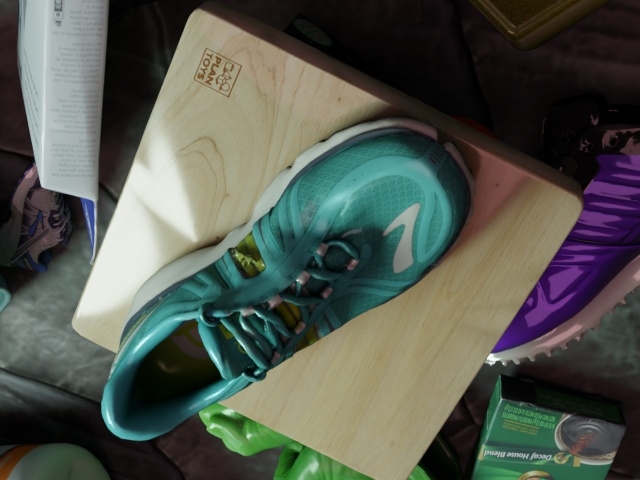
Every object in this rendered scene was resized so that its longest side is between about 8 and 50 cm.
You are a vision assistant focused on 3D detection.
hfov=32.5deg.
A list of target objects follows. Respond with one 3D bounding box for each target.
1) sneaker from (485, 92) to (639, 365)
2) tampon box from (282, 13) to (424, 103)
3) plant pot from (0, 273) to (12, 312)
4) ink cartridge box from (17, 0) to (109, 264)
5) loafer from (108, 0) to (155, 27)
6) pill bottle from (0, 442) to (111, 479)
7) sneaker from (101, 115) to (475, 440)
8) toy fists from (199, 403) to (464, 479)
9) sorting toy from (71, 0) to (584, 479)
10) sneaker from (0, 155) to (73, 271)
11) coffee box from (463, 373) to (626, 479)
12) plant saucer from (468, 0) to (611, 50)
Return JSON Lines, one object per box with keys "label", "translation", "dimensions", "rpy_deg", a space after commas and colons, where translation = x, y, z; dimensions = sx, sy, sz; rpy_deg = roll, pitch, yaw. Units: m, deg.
{"label": "sneaker", "translation": [0.197, -0.032, 0.812], "dimensions": [0.293, 0.102, 0.146], "rpy_deg": [-37, 99, 20]}
{"label": "tampon box", "translation": [0.010, -0.070, 0.815], "dimensions": [0.161, 0.120, 0.101], "rpy_deg": [34, 118, -6]}
{"label": "plant pot", "translation": [-0.424, 0.004, 0.882], "dimensions": [0.293, 0.293, 0.196], "rpy_deg": [-26, 82, 22]}
{"label": "ink cartridge box", "translation": [-0.187, -0.130, 0.779], "dimensions": [0.045, 0.223, 0.224], "rpy_deg": [-2, 118, -18]}
{"label": "loafer", "translation": [-0.074, -0.206, 0.793], "dimensions": [0.223, 0.076, 0.078], "rpy_deg": [-25, 111, 24]}
{"label": "pill bottle", "translation": [-0.405, 0.311, 1.036], "dimensions": [0.392, 0.224, 0.224], "rpy_deg": [-5, 114, 15]}
{"label": "sneaker", "translation": [-0.023, 0.035, 0.641], "dimensions": [0.275, 0.110, 0.107], "rpy_deg": [-38, 104, 27]}
{"label": "toy fists", "translation": [-0.009, 0.160, 0.947], "dimensions": [0.142, 0.096, 0.279], "rpy_deg": [-34, 106, 25]}
{"label": "sorting toy", "translation": [0.000, 0.000, 0.732], "dimensions": [0.255, 0.089, 0.257], "rpy_deg": [26, 120, -2]}
{"label": "sneaker", "translation": [-0.235, -0.026, 0.938], "dimensions": [0.058, 0.052, 0.135], "rpy_deg": [24, 126, -10]}
{"label": "coffee box", "translation": [0.184, 0.211, 0.955], "dimensions": [0.113, 0.040, 0.184], "rpy_deg": [14, 118, 0]}
{"label": "plant saucer", "translation": [0.133, -0.214, 0.709], "dimensions": [0.188, 0.045, 0.188], "rpy_deg": [41, 142, -17]}
